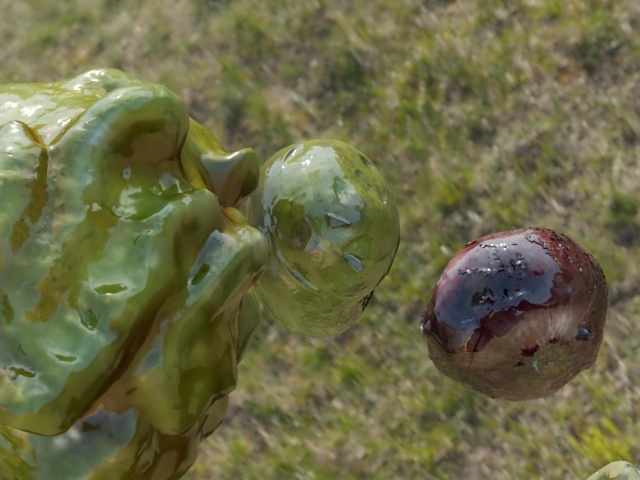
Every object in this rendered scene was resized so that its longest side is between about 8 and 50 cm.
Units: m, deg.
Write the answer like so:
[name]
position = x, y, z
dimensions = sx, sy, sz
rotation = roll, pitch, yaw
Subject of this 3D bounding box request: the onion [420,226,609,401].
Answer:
[onion]
position = 0.249, 0.087, 2.017
dimensions = 0.252, 0.252, 0.219
rotation = -37, 37, 6

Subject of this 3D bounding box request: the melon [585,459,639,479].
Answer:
[melon]
position = 0.245, 0.234, 1.159
dimensions = 0.079, 0.128, 0.160
rotation = 8, 33, -11

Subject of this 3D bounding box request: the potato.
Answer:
[potato]
position = 0.000, 0.000, 1.448
dimensions = 0.143, 0.248, 0.169
rotation = 8, 64, 1

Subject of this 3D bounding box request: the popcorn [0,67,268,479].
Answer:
[popcorn]
position = -0.193, 0.021, 0.929
dimensions = 0.290, 0.326, 0.321
rotation = -21, 25, 41
